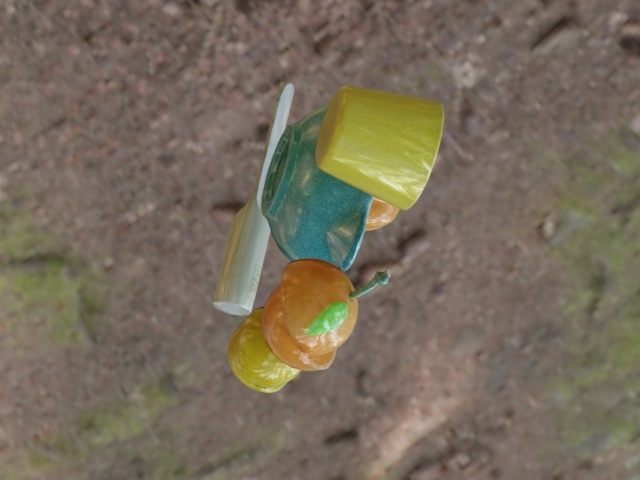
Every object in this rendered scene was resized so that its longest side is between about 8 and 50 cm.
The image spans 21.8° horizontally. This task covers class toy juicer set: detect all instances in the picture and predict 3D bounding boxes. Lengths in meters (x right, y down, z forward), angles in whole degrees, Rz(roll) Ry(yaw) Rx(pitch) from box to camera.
[{"bbox_3d":[0.000,0.000,1.116,0.089,0.329,0.209,17,92,-12],"label":"toy juicer set"}]
